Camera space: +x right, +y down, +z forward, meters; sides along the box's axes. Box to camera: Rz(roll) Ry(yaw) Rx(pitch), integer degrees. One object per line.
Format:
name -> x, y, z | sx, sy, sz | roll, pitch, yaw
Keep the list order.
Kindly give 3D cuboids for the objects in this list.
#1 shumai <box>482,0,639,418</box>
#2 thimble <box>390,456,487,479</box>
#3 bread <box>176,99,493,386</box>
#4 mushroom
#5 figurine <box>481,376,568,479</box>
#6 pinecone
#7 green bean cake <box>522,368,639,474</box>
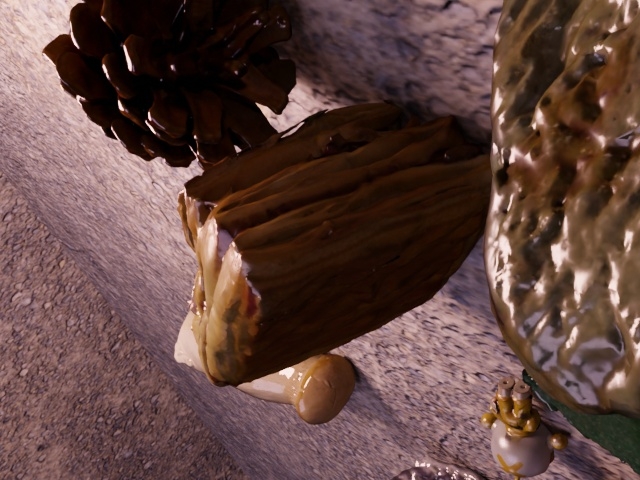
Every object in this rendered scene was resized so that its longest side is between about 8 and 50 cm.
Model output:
shumai -> 0.203, -0.028, 0.432 | 0.189, 0.255, 0.218 | -6, 161, 44
thimble -> 0.207, 0.473, 1.257 | 0.245, 0.217, 0.157 | 45, 161, 48
bread -> 0.000, 0.000, 0.765 | 0.167, 0.278, 0.324 | 64, 163, 18
mushroom -> -0.118, 0.204, 1.438 | 0.408, 0.154, 0.137 | 19, 104, 44
figurine -> 0.243, 0.228, 0.959 | 0.101, 0.068, 0.143 | 30, 137, 18
pinecone -> -0.128, -0.168, 0.738 | 0.229, 0.202, 0.201 | 33, 160, -10
green bean cake -> 0.274, 0.100, 0.616 | 0.193, 0.107, 0.208 | 39, 157, 22
